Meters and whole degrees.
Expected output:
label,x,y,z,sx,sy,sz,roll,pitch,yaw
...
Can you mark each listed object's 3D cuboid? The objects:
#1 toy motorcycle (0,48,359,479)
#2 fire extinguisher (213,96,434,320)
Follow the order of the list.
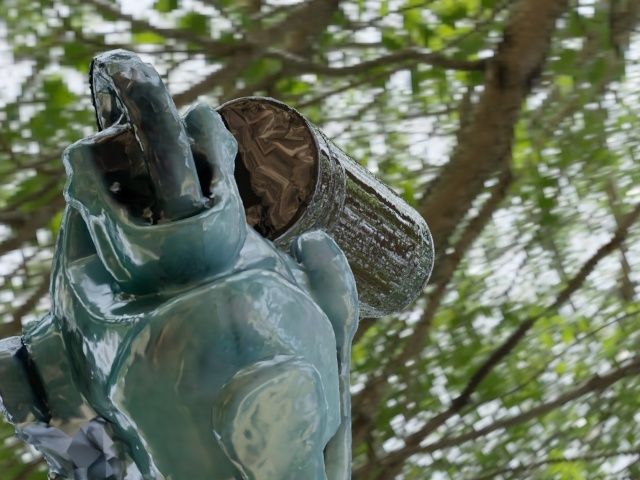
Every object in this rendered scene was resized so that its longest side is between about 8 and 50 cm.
label,x,y,z,sx,sy,sz,roll,pitch,yaw
toy motorcycle,-0.047,0.063,0.704,0.154,0.260,0.206,-17,-115,-14
fire extinguisher,0.000,0.000,0.924,0.089,0.267,0.072,-36,-110,8
